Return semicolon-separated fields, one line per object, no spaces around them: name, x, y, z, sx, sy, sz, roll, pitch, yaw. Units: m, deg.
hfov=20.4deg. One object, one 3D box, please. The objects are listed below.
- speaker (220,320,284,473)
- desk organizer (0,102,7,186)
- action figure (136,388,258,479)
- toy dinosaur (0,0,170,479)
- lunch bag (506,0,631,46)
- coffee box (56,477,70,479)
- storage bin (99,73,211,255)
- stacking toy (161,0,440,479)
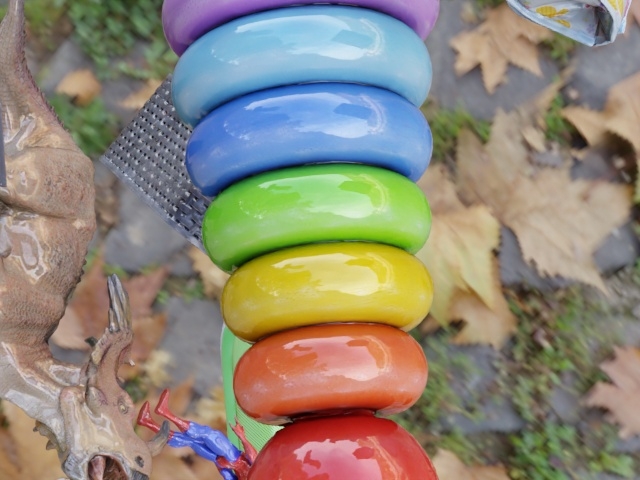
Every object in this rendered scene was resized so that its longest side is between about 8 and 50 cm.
speaker;-0.016;0.163;1.519;0.131;0.131;0.296;-24;41;13
desk organizer;-0.234;-0.049;0.940;0.050;0.130;0.047;-7;86;42
action figure;-0.064;0.136;1.152;0.038;0.115;0.030;-35;24;39
toy dinosaur;-0.183;0.004;1.114;0.127;0.200;0.295;-11;70;59
lunch bag;0.097;-0.125;0.704;0.053;0.083;0.071;-8;54;53
coffee box;-0.190;0.319;1.292;0.141;0.098;0.246;31;123;34
storage bin;-0.064;-0.033;1.240;0.084;0.122;0.180;-50;31;0
stacking toy;0.000;0.000;0.810;0.141;0.141;0.330;-11;73;18
